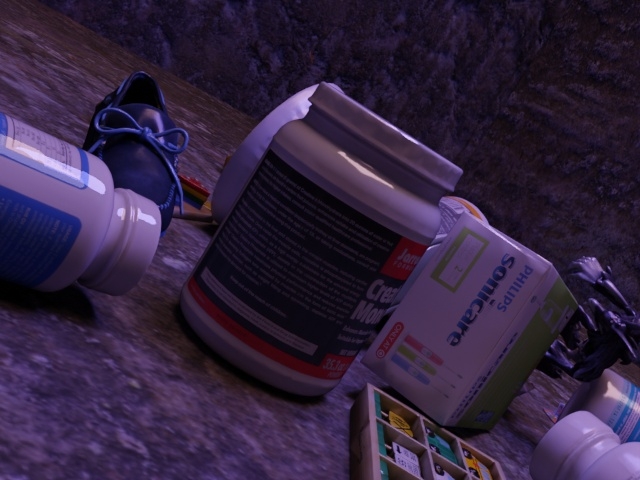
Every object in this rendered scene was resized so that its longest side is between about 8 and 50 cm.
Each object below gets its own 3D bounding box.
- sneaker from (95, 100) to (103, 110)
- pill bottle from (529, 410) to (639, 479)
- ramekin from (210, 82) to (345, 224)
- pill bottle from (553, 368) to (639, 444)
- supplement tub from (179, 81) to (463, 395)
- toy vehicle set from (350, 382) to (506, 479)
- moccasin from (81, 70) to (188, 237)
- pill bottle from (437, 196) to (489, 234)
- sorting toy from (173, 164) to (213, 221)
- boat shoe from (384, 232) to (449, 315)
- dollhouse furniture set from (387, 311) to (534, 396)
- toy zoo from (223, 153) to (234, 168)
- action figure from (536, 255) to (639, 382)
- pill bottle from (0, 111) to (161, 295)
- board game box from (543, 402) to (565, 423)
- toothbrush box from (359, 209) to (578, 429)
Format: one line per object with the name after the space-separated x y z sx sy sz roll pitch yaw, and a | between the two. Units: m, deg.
-0.349 -0.206 1.483 0.086 0.064 0.192 24 9 -2 | sneaker
0.337 0.290 0.919 0.131 0.131 0.229 23 13 -44 | pill bottle
-0.018 -0.087 1.309 0.135 0.277 0.277 42 12 15 | ramekin
0.465 0.306 1.208 0.264 0.146 0.146 34 9 9 | pill bottle
0.000 0.000 0.877 0.191 0.272 0.191 31 10 -6 | supplement tub
0.105 0.226 0.781 0.166 0.035 0.267 31 9 -4 | toy vehicle set
-0.247 -0.127 1.109 0.138 0.117 0.342 16 25 -29 | moccasin
0.130 0.021 1.353 0.278 0.162 0.162 -11 38 -43 | pill bottle
-0.223 -0.084 1.290 0.132 0.046 0.274 36 9 19 | sorting toy
0.085 0.044 1.155 0.302 0.114 0.091 -15 30 -42 | boat shoe
0.209 0.165 1.292 0.183 0.129 0.129 66 19 14 | dollhouse furniture set
-0.072 -0.135 1.761 0.192 0.030 0.293 22 -13 -27 | toy zoo
0.358 0.120 1.211 0.141 0.164 0.275 48 -13 3 | action figure
-0.245 -0.030 0.696 0.221 0.124 0.124 26 11 -36 | pill bottle
0.459 0.320 1.464 0.169 0.033 0.133 24 12 -39 | board game box
0.191 0.109 1.043 0.122 0.206 0.283 35 3 24 | toothbrush box
